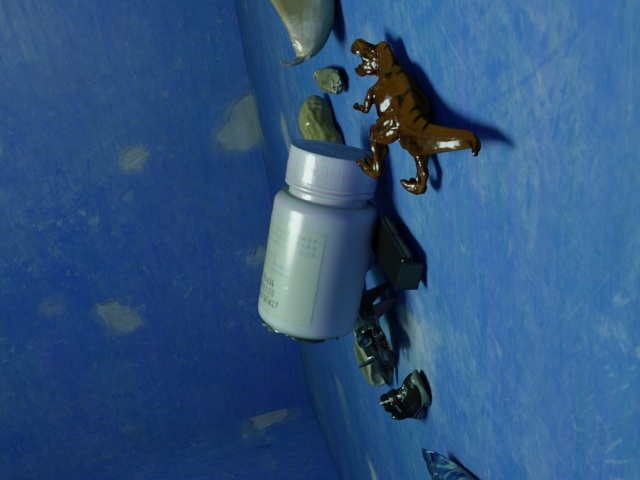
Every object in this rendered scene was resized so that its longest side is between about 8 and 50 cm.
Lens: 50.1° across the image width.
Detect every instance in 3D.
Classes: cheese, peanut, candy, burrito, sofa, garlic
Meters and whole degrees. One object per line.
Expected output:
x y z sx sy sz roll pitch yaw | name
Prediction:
0.123 0.288 1.801 0.227 0.065 0.137 -121 22 -65 | cheese
0.000 -0.255 1.655 0.098 0.090 0.214 115 140 -64 | peanut
0.269 0.492 1.226 0.331 0.077 0.186 158 91 -81 | candy
0.020 -0.357 1.530 0.188 0.045 0.058 -134 25 -68 | burrito
0.153 0.020 1.300 0.147 0.060 0.085 -114 26 -54 | sofa
-0.049 -0.480 1.409 0.244 0.164 0.145 68 156 10 | garlic

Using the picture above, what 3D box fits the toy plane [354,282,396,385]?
0.124 0.232 1.589 0.223 0.105 0.326 -118 17 -54 | toy plane

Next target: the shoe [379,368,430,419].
0.175 0.342 1.468 0.169 0.100 0.071 89 166 -51 | shoe

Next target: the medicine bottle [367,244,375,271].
0.024 -0.033 1.644 0.152 0.152 0.253 86 167 -46 | medicine bottle

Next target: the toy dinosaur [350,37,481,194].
0.134 -0.157 1.034 0.432 0.097 0.208 -120 28 -47 | toy dinosaur

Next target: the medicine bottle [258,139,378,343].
0.000 0.000 1.397 0.213 0.214 0.378 -126 44 -66 | medicine bottle
